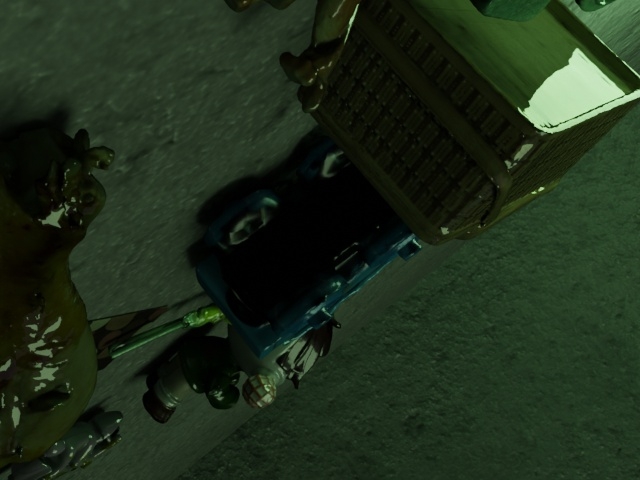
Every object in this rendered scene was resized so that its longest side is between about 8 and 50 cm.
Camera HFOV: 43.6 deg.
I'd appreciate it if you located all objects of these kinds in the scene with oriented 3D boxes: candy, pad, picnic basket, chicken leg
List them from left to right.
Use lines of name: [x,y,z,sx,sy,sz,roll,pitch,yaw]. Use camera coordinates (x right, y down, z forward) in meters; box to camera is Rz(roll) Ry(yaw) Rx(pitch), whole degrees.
chicken leg: [-0.255,0.059,0.678,0.201,0.153,0.429,-42,166,-45]
pad: [-0.317,0.148,1.069,0.158,0.003,0.235,-42,166,19]
candy: [-0.192,0.118,1.176,0.262,0.073,0.077,-22,-172,-36]
picnic basket: [0.152,-0.146,0.818,0.313,0.228,0.175,-24,159,-48]

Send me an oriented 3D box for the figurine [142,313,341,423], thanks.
figurine: [-0.132,0.184,1.358,0.370,0.167,0.281,-30,-158,10]

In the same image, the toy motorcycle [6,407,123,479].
toy motorcycle: [-0.425,0.348,1.319,0.225,0.073,0.152,-28,161,-35]

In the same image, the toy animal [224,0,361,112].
toy animal: [0.004,-0.210,0.508,0.157,0.097,0.312,-43,169,-3]

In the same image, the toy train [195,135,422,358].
toy train: [0.000,0.000,1.029,0.300,0.188,0.265,-38,172,-14]

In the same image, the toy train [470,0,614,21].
toy train: [0.214,-0.298,0.606,0.238,0.167,0.299,-13,152,-49]
